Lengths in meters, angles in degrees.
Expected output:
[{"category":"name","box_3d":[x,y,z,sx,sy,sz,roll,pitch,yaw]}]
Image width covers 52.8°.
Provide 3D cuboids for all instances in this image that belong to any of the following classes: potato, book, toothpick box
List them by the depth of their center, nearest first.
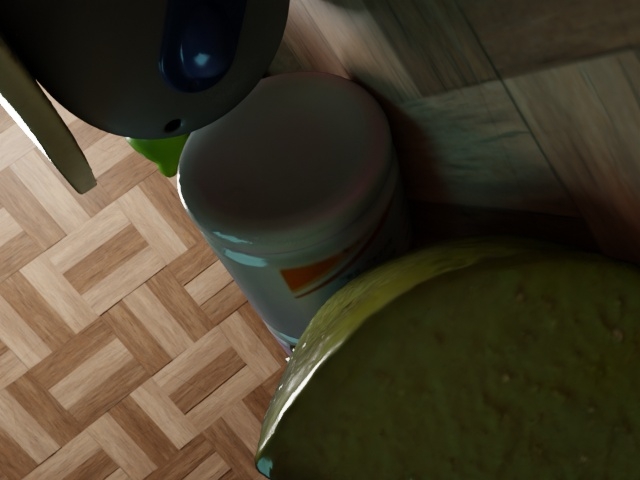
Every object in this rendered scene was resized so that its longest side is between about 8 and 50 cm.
[{"category":"book","box_3d":[-0.264,-0.170,0.449,0.269,0.032,0.389,54,166,-5]},{"category":"potato","box_3d":[0.128,0.085,0.507,0.330,0.212,0.280,29,-172,-16]},{"category":"toothpick box","box_3d":[-0.173,-0.247,0.548,0.355,0.263,0.263,45,168,31]}]

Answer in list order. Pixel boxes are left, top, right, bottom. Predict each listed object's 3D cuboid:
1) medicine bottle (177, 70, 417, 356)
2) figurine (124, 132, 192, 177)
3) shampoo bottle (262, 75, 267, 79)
[{"category":"medicine bottle","box_3d":[0.000,0.000,0.692,0.202,0.202,0.316,45,169,33]},{"category":"figurine","box_3d":[-0.188,-0.213,0.824,0.162,0.143,0.263,55,141,35]},{"category":"shampoo bottle","box_3d":[-0.116,-0.214,0.900,0.183,0.050,0.087,39,167,51]}]
